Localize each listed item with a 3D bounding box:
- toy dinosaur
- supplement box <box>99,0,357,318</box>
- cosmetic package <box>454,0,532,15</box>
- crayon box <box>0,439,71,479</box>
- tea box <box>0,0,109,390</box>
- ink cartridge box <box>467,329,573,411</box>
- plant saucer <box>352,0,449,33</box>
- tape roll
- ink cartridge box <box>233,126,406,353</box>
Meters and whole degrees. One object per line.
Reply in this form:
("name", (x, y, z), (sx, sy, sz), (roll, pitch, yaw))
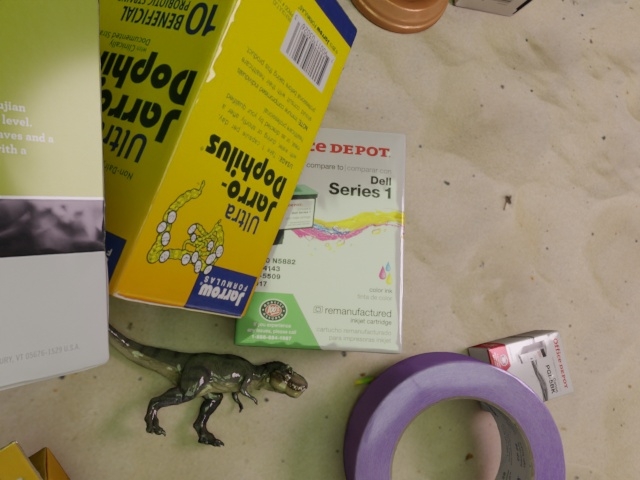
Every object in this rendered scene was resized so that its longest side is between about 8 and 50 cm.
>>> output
("toy dinosaur", (-0.155, 0.185, 0.667), (0.268, 0.064, 0.118), (17, 69, -13))
("supplement box", (-0.139, -0.124, 0.573), (0.194, 0.195, 0.357), (20, 87, 30))
("cosmetic package", (0.307, -0.557, 0.906), (0.129, 0.153, 0.296), (1, 82, -21))
("crayon box", (-0.306, 0.357, 0.522), (0.203, 0.083, 0.323), (-29, 110, -21))
("tea box", (-0.332, -0.073, 0.391), (0.220, 0.329, 0.324), (-3, 93, -48))
("ink cartridge box", (0.305, 0.197, 0.822), (0.135, 0.056, 0.099), (-10, 83, -20))
("plant saucer", (0.130, -0.440, 0.884), (0.199, 0.037, 0.200), (3, 79, -18))
("tape roll", (0.172, 0.290, 0.711), (0.274, 0.090, 0.275), (0, 87, -8))
("ink cartridge box", (0.000, 0.000, 0.699), (0.201, 0.117, 0.278), (4, 79, -5))
